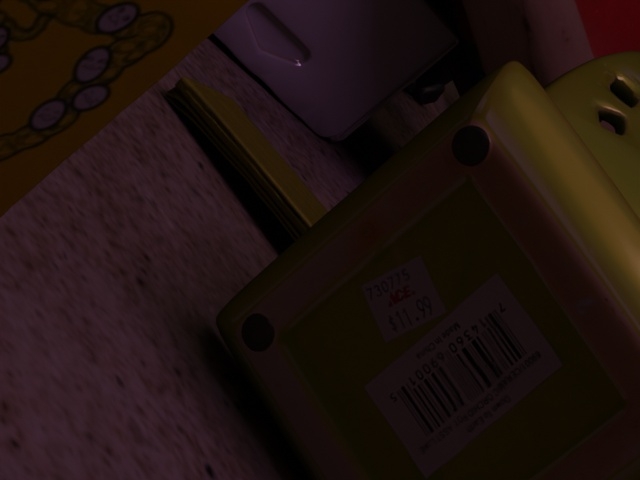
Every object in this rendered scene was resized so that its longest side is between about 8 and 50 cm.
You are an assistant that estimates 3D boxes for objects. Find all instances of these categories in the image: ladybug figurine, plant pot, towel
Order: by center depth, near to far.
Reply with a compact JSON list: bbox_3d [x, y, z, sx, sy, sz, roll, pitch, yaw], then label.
[{"bbox_3d":[0.102,0.055,0.853,0.227,0.228,0.207,57,24,17],"label":"plant pot"},{"bbox_3d":[0.000,0.000,1.077,0.237,0.021,0.102,50,8,13],"label":"towel"},{"bbox_3d":[0.169,-0.195,1.364,0.305,0.161,0.449,-114,-179,-47],"label":"ladybug figurine"}]

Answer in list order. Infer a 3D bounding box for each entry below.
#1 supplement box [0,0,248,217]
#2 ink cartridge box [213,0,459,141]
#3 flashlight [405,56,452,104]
[{"bbox_3d":[-0.199,-0.173,0.538,0.194,0.195,0.357,32,22,-52],"label":"supplement box"},{"bbox_3d":[-0.046,-0.253,1.371,0.223,0.129,0.307,41,16,-39],"label":"ink cartridge box"},{"bbox_3d":[0.052,-0.287,1.834,0.304,0.103,0.103,57,14,29],"label":"flashlight"}]
